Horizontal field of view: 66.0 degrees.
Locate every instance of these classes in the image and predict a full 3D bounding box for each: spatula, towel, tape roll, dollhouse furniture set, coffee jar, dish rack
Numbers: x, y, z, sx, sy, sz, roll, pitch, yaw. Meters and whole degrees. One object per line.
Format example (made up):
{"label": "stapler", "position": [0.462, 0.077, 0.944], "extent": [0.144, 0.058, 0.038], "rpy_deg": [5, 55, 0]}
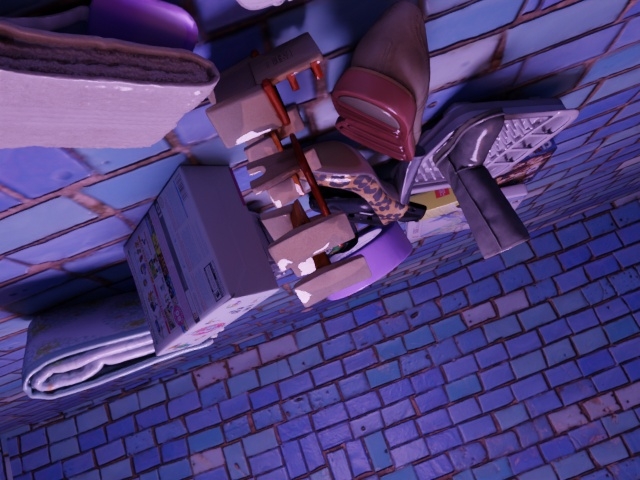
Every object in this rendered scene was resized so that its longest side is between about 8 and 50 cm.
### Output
{"label": "spatula", "position": [-0.248, -0.182, 0.404], "extent": [0.297, 0.030, 0.084], "rpy_deg": [-9, 163, -34]}
{"label": "towel", "position": [-0.261, -0.133, 0.464], "extent": [0.282, 0.049, 0.187], "rpy_deg": [-8, 176, -39]}
{"label": "towel", "position": [-0.431, 0.196, 1.075], "extent": [0.375, 0.090, 0.320], "rpy_deg": [-13, -167, -25]}
{"label": "tape roll", "position": [0.112, 0.050, 1.354], "extent": [0.275, 0.090, 0.275], "rpy_deg": [-33, -175, 3]}
{"label": "dollhouse furniture set", "position": [-0.024, -0.098, 0.611], "extent": [0.135, 0.262, 0.259], "rpy_deg": [-24, 133, 4]}
{"label": "coffee jar", "position": [0.000, 0.000, 1.246], "extent": [0.184, 0.079, 0.096], "rpy_deg": [-9, 161, -35]}
{"label": "dish rack", "position": [0.314, -0.198, 0.999], "extent": [0.333, 0.072, 0.285], "rpy_deg": [-12, 163, -29]}

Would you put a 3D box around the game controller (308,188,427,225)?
{"label": "game controller", "position": [0.116, -0.076, 1.112], "extent": [0.167, 0.067, 0.319], "rpy_deg": [-10, 173, 33]}

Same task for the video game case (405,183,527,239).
{"label": "video game case", "position": [0.423, -0.078, 1.494], "extent": [0.329, 0.036, 0.300], "rpy_deg": [-11, 166, 7]}

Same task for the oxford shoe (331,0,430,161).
{"label": "oxford shoe", "position": [0.097, -0.192, 0.659], "extent": [0.348, 0.123, 0.130], "rpy_deg": [-38, 152, -87]}

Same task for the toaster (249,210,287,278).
{"label": "toaster", "position": [-0.186, 0.035, 0.998], "extent": [0.227, 0.146, 0.129], "rpy_deg": [-28, 162, 22]}

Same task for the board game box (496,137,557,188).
{"label": "board game box", "position": [0.523, -0.190, 1.343], "extent": [0.165, 0.042, 0.243], "rpy_deg": [-22, 165, 3]}

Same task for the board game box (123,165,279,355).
{"label": "board game box", "position": [-0.221, 0.044, 0.847], "extent": [0.098, 0.224, 0.303], "rpy_deg": [-9, 161, -43]}

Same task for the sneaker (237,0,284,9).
{"label": "sneaker", "position": [-0.024, -0.244, 0.415], "extent": [0.232, 0.090, 0.115], "rpy_deg": [-1, 163, -29]}

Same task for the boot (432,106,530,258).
{"label": "boot", "position": [0.283, -0.088, 0.819], "extent": [0.076, 0.208, 0.189], "rpy_deg": [-15, 163, -18]}

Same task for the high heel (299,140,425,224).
{"label": "high heel", "position": [0.047, -0.083, 0.881], "extent": [0.261, 0.093, 0.186], "rpy_deg": [-4, 140, -14]}

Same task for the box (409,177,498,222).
{"label": "box", "position": [0.335, -0.110, 1.270], "extent": [0.232, 0.058, 0.087], "rpy_deg": [-17, 163, 27]}
